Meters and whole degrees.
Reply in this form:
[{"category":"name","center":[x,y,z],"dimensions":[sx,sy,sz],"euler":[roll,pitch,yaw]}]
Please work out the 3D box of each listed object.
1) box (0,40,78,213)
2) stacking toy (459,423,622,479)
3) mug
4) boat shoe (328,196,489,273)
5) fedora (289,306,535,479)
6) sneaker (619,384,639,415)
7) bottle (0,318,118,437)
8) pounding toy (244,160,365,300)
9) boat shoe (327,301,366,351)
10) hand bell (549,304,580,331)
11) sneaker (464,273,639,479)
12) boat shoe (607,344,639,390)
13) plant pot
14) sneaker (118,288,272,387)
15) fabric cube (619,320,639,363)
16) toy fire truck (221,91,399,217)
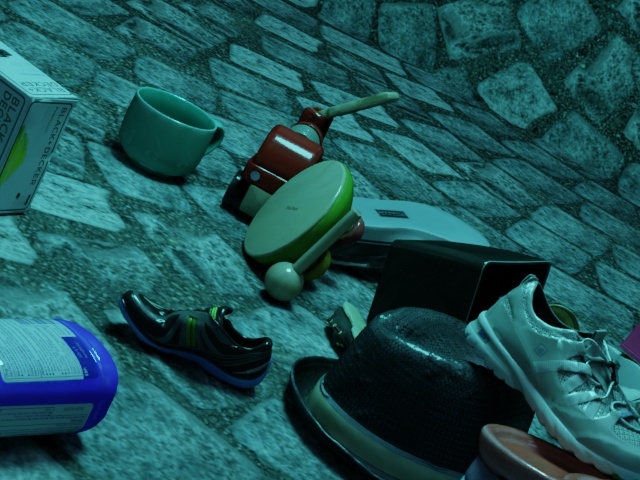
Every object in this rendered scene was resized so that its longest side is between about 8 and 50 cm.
[{"category":"box","center":[-0.452,-0.177,1.850],"dimensions":[0.290,0.169,0.087],"euler":[37,20,23]},{"category":"stacking toy","center":[0.300,0.316,1.584],"dimensions":[0.309,0.130,0.279],"euler":[14,12,-44]},{"category":"mug","center":[-0.220,-0.148,2.218],"dimensions":[0.158,0.097,0.129],"euler":[23,18,-17]},{"category":"boat shoe","center":[0.116,0.010,2.265],"dimensions":[0.306,0.105,0.113],"euler":[4,33,-38]},{"category":"fedora","center":[0.136,0.182,1.745],"dimensions":[0.334,0.152,0.334],"euler":[25,19,-9]},{"category":"sneaker","center":[0.385,0.236,2.097],"dimensions":[0.235,0.090,0.095],"euler":[15,9,-44]},{"category":"bottle","center":[-0.317,0.124,1.347],"dimensions":[0.118,0.092,0.283],"euler":[39,21,33]},{"category":"pounding toy","center":[0.000,0.000,2.069],"dimensions":[0.110,0.183,0.237],"euler":[47,11,-24]},{"category":"boat shoe","center":[0.042,0.128,1.939],"dimensions":[0.049,0.042,0.133],"euler":[42,10,-27]},{"category":"hand bell","center":[0.266,0.113,2.239],"dimensions":[0.126,0.126,0.242],"euler":[16,10,-32]},{"category":"sneaker","center":[0.283,0.152,1.629],"dimensions":[0.281,0.115,0.105],"euler":[44,17,23]},{"category":"boat shoe","center":[0.484,0.207,2.348],"dimensions":[0.040,0.049,0.142],"euler":[17,19,-31]},{"category":"plant pot","center":[0.176,0.088,2.045],"dimensions":[0.167,0.188,0.187],"euler":[24,13,34]},{"category":"sneaker","center":[-0.139,0.098,1.696],"dimensions":[0.188,0.078,0.067],"euler":[25,18,-6]},{"category":"fabric cube","center":[0.681,0.164,2.340],"dimensions":[0.254,0.258,0.259],"euler":[26,14,-50]},{"category":"toy fire truck","center":[-0.011,-0.141,2.257],"dimensions":[0.158,0.246,0.217],"euler":[28,18,3]}]
